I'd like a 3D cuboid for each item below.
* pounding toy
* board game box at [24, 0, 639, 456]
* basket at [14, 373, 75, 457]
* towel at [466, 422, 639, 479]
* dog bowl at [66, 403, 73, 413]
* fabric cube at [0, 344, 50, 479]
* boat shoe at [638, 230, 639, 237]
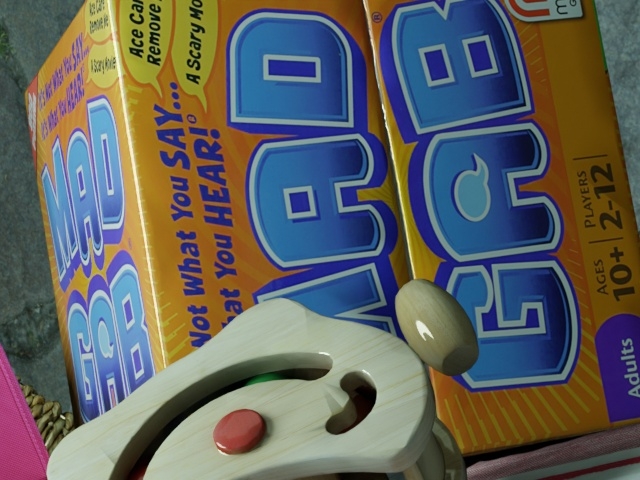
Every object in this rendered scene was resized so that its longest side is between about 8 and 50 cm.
[{"bbox_3d":[-0.003,0.138,1.048,0.269,0.155,0.154,-34,41,-12],"label":"pounding toy"},{"bbox_3d":[0.000,0.000,1.477,0.356,0.356,0.356,-8,-6,-18],"label":"board game box"},{"bbox_3d":[-0.379,0.277,1.956,0.299,0.223,0.213,-52,-14,-19],"label":"basket"},{"bbox_3d":[0.083,0.167,1.008,0.237,0.037,0.329,-22,2,43],"label":"towel"},{"bbox_3d":[-0.148,0.181,1.991,0.265,0.104,0.265,-36,28,23],"label":"dog bowl"},{"bbox_3d":[-0.358,0.246,1.537,0.258,0.259,0.254,-23,0,-27],"label":"fabric cube"},{"bbox_3d":[0.299,0.054,1.771,0.306,0.113,0.105,-39,-2,-18],"label":"boat shoe"}]
